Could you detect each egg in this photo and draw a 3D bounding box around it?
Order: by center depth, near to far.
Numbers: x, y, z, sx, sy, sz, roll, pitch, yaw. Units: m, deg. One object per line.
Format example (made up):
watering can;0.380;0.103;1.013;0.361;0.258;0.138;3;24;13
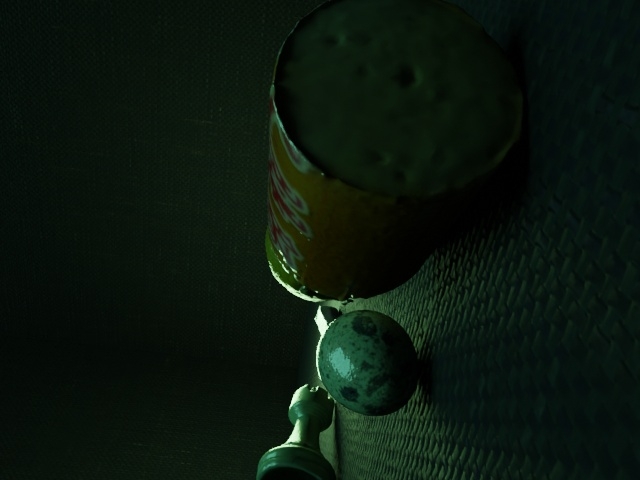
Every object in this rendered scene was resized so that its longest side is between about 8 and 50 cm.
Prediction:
egg;0.064;0.163;0.722;0.172;0.133;0.132;-138;54;-72

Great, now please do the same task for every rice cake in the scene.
rice cake;0.029;0.240;1.578;0.365;0.073;0.056;-154;74;-86

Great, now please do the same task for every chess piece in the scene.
chess piece;-0.042;0.522;1.410;0.299;0.195;0.194;-72;-8;-60

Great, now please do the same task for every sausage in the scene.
sausage;0.055;-0.083;0.599;0.287;0.233;0.232;108;169;-65

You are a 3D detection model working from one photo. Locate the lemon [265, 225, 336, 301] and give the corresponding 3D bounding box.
lemon;0.001;0.001;1.194;0.267;0.268;0.267;-173;90;-86
